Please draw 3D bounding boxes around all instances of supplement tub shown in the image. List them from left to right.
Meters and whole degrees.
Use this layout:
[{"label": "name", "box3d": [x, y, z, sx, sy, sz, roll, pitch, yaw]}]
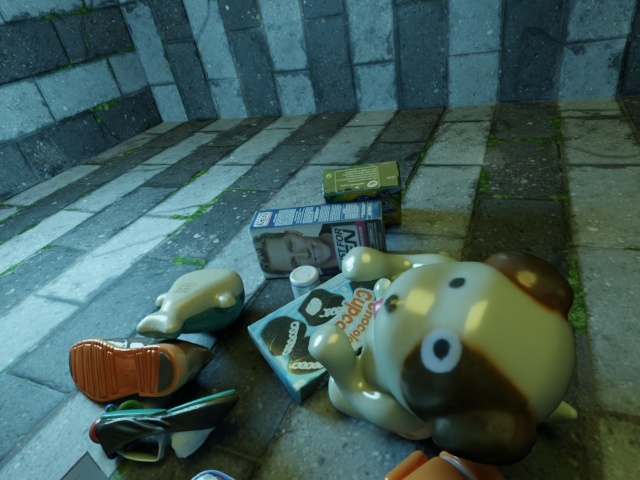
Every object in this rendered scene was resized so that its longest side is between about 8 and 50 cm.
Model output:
[{"label": "supplement tub", "box3d": [-0.031, 0.121, 1.008, 0.071, 0.107, 0.071, -9, 32, 5]}]

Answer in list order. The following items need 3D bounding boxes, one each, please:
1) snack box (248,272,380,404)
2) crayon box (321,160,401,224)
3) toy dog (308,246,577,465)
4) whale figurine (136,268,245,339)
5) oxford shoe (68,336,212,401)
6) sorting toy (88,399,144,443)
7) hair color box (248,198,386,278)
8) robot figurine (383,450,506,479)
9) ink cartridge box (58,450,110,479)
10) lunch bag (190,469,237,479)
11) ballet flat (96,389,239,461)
[{"label": "snack box", "box3d": [0.031, 0.182, 0.906, 0.322, 0.060, 0.187, -28, 48, -25]}, {"label": "crayon box", "box3d": [0.132, -0.111, 1.224, 0.203, 0.323, 0.083, -6, 72, 9]}, {"label": "toy dog", "box3d": [0.172, 0.169, 0.571, 0.395, 0.408, 0.284, 33, 75, 18]}, {"label": "whale figurine", "box3d": [-0.285, 0.165, 0.960, 0.216, 0.141, 0.272, -3, 18, 20]}, {"label": "oxford shoe", "box3d": [-0.403, 0.272, 0.915, 0.364, 0.130, 0.133, -3, -1, 25]}, {"label": "sorting toy", "box3d": [-0.405, 0.352, 0.825, 0.102, 0.061, 0.042, -26, 0, -34]}, {"label": "hair color box", "box3d": [0.000, 0.000, 1.129, 0.347, 0.174, 0.105, -5, 35, 11]}, {"label": "robot figurine", "box3d": [0.162, 0.363, 0.546, 0.219, 0.128, 0.158, -24, -10, -19]}, {"label": "ink cartridge box", "box3d": [-0.357, 0.416, 0.548, 0.045, 0.208, 0.206, 10, 37, 26]}, {"label": "lunch bag", "box3d": [-0.147, 0.456, 0.512, 0.243, 0.115, 0.303, 6, 37, 30]}, {"label": "ballet flat", "box3d": [-0.271, 0.341, 0.756, 0.280, 0.095, 0.096, -15, 75, 13]}]
